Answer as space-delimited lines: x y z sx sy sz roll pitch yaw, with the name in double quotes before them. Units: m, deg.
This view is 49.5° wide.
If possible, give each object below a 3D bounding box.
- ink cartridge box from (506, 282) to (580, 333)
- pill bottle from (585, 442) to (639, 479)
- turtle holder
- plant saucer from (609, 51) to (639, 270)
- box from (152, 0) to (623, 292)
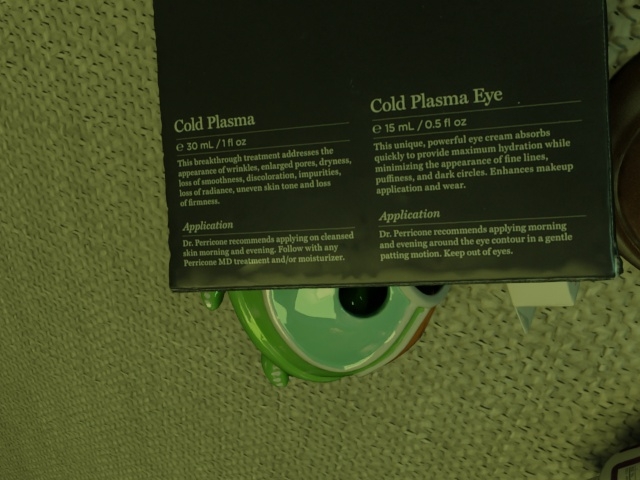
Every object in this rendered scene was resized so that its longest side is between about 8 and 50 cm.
"ink cartridge box" 0.234 -0.010 0.734 0.067 0.115 0.198 -5 121 34
"pill bottle" 0.439 0.308 0.808 0.169 0.169 0.301 43 135 -3
"turtle holder" 0.014 0.003 0.816 0.227 0.243 0.320 -21 83 40
"plant saucer" 0.398 -0.055 0.646 0.311 0.050 0.310 17 131 21
"box" 0.054 -0.125 0.583 0.343 0.179 0.312 -2 94 16
